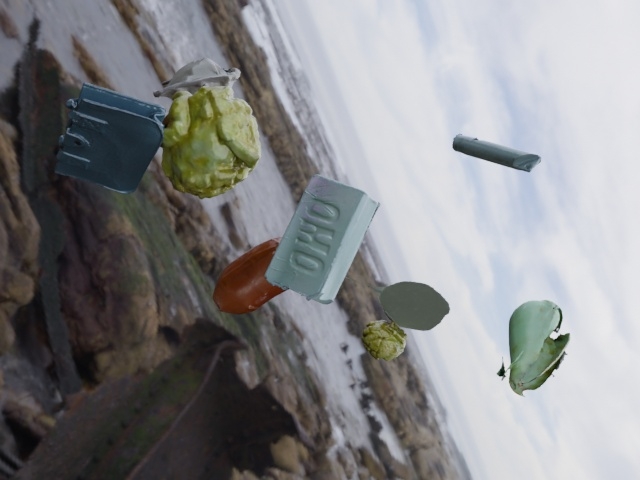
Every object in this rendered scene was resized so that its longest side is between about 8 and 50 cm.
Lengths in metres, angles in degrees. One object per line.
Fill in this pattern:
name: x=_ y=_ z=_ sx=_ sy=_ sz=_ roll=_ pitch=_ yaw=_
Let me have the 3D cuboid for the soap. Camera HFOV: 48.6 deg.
soap: x=0.000 y=0.000 z=1.511 sx=0.150 sy=0.262 sz=0.094 roll=22 pitch=-7 yaw=33

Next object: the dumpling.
dumpling: x=-0.390 y=-0.474 z=2.247 sx=0.205 sy=0.292 sz=0.163 roll=-89 pitch=165 yaw=-50

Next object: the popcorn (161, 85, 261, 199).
popcorn: x=-0.238 y=-0.211 z=1.520 sx=0.254 sy=0.256 sz=0.195 roll=30 pitch=22 yaw=13

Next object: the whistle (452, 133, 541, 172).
whistle: x=0.529 y=-0.265 z=2.152 sx=0.312 sy=0.062 sz=0.062 roll=29 pitch=-29 yaw=49

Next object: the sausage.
sausage: x=-0.149 y=0.082 z=1.721 sx=0.133 sy=0.258 sz=0.133 roll=54 pitch=11 yaw=-16

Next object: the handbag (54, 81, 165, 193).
handbag: x=-0.400 y=-0.186 z=1.327 sx=0.179 sy=0.229 sz=0.062 roll=14 pitch=53 yaw=-27

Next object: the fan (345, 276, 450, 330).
fan: x=0.171 y=0.136 z=1.781 sx=0.010 sy=0.310 sz=0.182 roll=-69 pitch=-175 yaw=-46

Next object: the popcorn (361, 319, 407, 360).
popcorn: x=0.167 y=0.250 z=1.811 sx=0.120 sy=0.106 sz=0.116 roll=39 pitch=40 yaw=-18

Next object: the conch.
conch: x=0.317 y=0.163 z=1.042 sx=0.105 sy=0.170 sz=0.079 roll=36 pitch=-36 yaw=-7
